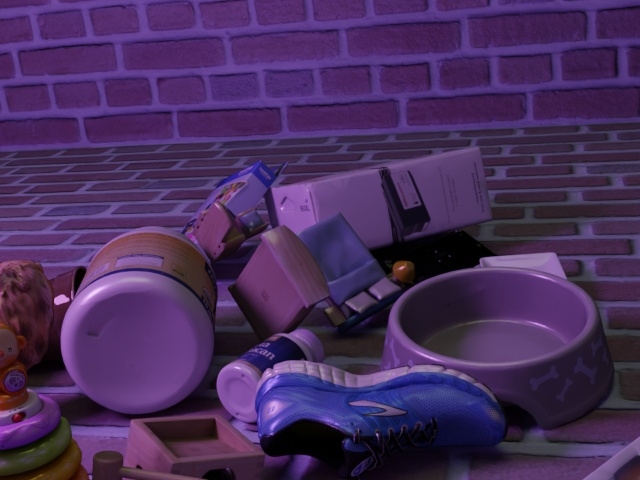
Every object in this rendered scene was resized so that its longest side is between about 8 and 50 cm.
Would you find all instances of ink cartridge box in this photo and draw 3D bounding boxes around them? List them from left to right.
[{"bbox_3d":[-0.209,-0.061,1.947,0.186,0.065,0.311,-19,29,54],"label":"ink cartridge box"},{"bbox_3d":[0.115,-0.075,1.937,0.395,0.166,0.285,-13,5,-21],"label":"ink cartridge box"}]

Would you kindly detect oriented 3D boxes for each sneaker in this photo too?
[{"bbox_3d":[0.075,0.248,1.178,0.330,0.129,0.147,0,39,5],"label":"sneaker"}]

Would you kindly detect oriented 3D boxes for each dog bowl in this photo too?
[{"bbox_3d":[0.259,0.148,1.369,0.349,0.102,0.349,-6,23,3],"label":"dog bowl"}]

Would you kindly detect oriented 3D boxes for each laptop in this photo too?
[{"bbox_3d":[0.211,0.078,1.781,0.234,0.136,0.264,-22,50,-39],"label":"laptop"}]

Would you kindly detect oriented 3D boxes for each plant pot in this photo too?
[{"bbox_3d":[-0.476,0.142,1.584,0.165,0.167,0.167,-13,18,1],"label":"plant pot"}]

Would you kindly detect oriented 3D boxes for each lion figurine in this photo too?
[{"bbox_3d":[-0.546,0.189,1.313,0.142,0.240,0.392,10,25,40],"label":"lion figurine"}]

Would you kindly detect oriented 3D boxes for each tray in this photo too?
[{"bbox_3d":[0.369,0.095,1.616,0.145,0.030,0.270,-3,25,5],"label":"tray"}]

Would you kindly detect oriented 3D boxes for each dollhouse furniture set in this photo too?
[{"bbox_3d":[0.000,0.000,1.553,0.303,0.286,0.198,-25,-16,-34],"label":"dollhouse furniture set"}]

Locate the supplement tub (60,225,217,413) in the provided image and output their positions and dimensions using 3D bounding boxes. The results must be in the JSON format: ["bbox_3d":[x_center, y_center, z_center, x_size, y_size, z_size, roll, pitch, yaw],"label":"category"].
[{"bbox_3d":[-0.282,0.113,1.480,0.228,0.228,0.316,-7,19,-3],"label":"supplement tub"}]

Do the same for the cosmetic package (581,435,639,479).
[{"bbox_3d":[0.351,0.300,0.773,0.377,0.097,0.284,-21,52,-38],"label":"cosmetic package"}]

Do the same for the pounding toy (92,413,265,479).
[{"bbox_3d":[-0.176,0.287,1.077,0.206,0.094,0.181,4,12,-35],"label":"pounding toy"}]

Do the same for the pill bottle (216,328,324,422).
[{"bbox_3d":[-0.069,0.197,1.377,0.094,0.094,0.169,7,22,34],"label":"pill bottle"}]

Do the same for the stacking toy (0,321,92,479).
[{"bbox_3d":[-0.339,0.230,1.027,0.175,0.301,0.166,-16,20,-30],"label":"stacking toy"}]
